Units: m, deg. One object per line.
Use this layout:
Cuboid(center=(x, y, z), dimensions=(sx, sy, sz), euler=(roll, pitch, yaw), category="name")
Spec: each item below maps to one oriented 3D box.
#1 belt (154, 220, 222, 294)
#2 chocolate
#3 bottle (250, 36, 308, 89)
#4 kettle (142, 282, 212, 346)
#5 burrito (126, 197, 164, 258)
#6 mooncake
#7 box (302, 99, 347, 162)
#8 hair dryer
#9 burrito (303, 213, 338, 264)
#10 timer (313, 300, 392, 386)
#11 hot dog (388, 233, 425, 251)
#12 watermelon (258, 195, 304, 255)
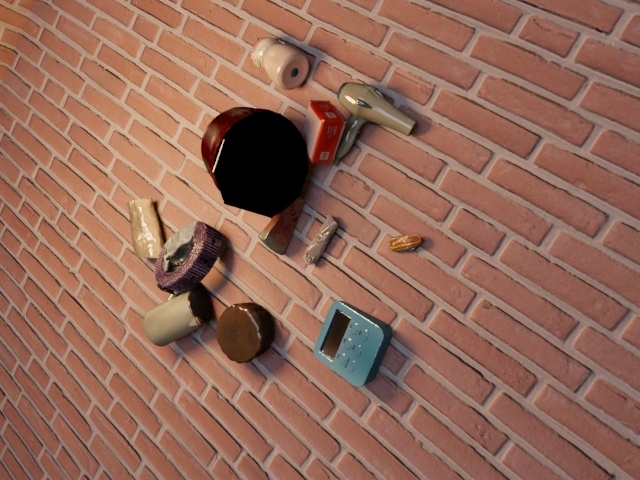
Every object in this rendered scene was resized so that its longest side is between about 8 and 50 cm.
Cuboid(center=(-0.539, 0.063, 1.993), dimensions=(0.325, 0.122, 0.260), euler=(-42, 44, 16), category="belt")
Cuboid(center=(-0.278, -0.307, 1.795), dimensions=(0.331, 0.383, 0.384), euler=(24, 98, 47), category="chocolate")
Cuboid(center=(-0.168, -0.692, 1.886), dimensions=(0.236, 0.147, 0.148), euler=(44, 106, 29), category="bottle")
Cuboid(center=(-0.579, 0.288, 2.028), dimensions=(0.255, 0.165, 0.240), euler=(-29, 47, 21), category="kettle")
Cuboid(center=(-0.762, -0.040, 2.151), dimensions=(0.143, 0.105, 0.300), euler=(-23, 76, 28), category="burrito")
Cuboid(center=(-0.286, 0.350, 1.896), dimensions=(0.228, 0.124, 0.228), euler=(1, 93, 27), category="mooncake")
Cuboid(center=(0.008, -0.385, 1.753), dimensions=(0.133, 0.099, 0.182), euler=(59, 145, 39), category="box")
Cuboid(center=(0.188, -0.392, 1.735), dimensions=(0.295, 0.119, 0.299), euler=(13, 109, 22), category="hair dryer")
Cuboid(center=(0.001, 0.000, 1.811), dimensions=(0.064, 0.064, 0.203), euler=(35, 100, 23), category="burrito")
Cuboid(center=(0.100, 0.357, 1.728), dimensions=(0.249, 0.091, 0.232), euler=(24, 98, 28), category="timer")
Cuboid(center=(0.291, 0.010, 1.683), dimensions=(0.133, 0.041, 0.057), euler=(-10, 75, 30), category="hot dog")
Cuboid(center=(-0.143, -0.080, 1.855), dimensions=(0.094, 0.154, 0.241), euler=(31, 86, 24), category="watermelon")
